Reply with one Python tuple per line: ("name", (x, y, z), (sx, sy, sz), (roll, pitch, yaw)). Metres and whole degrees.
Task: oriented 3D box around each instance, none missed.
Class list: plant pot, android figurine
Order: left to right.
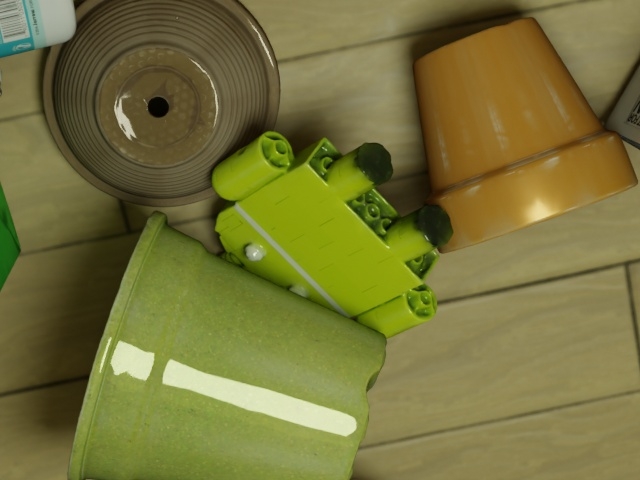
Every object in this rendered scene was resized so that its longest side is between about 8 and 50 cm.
("plant pot", (-0.157, -0.139, 1.603), (0.237, 0.110, 0.237), (-1, 106, -2))
("plant pot", (-0.079, 0.140, 1.580), (0.254, 0.276, 0.276), (18, 104, 0))
("android figurine", (0.000, 0.000, 1.605), (0.248, 0.056, 0.273), (46, 140, -15))
("plant pot", (0.181, -0.108, 1.596), (0.205, 0.205, 0.188), (-19, 90, 2))

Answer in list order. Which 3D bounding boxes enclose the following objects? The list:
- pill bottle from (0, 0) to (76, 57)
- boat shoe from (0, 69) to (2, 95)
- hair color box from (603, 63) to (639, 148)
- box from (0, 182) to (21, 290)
("pill bottle", (-0.370, -0.228, 1.526), (0.264, 0.146, 0.146), (-14, 106, -10))
("boat shoe", (-0.368, -0.107, 1.565), (0.075, 0.206, 0.065), (10, 67, -37))
("hair color box", (0.430, -0.231, 1.554), (0.114, 0.185, 0.374), (29, 97, -10))
("box", (-0.424, 0.019, 1.552), (0.231, 0.262, 0.126), (-14, 105, 2))
